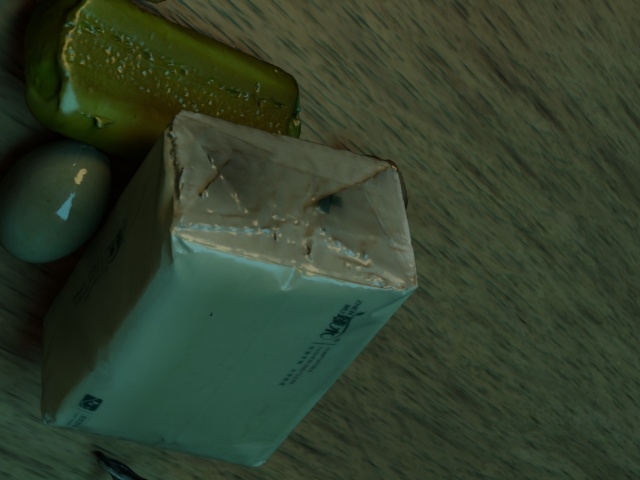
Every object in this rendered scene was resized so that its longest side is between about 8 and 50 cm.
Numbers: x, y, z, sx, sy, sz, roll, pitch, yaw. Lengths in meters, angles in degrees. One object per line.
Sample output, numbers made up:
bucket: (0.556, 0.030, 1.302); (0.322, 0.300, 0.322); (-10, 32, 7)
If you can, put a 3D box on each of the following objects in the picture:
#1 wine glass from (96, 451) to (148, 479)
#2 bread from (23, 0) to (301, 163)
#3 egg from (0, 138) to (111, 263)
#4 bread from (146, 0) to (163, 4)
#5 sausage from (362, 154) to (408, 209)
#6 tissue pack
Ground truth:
wine glass: (-0.289, 0.369, 1.885); (0.122, 0.122, 0.183); (33, 86, -48)
bread: (-0.174, -0.158, 1.657); (0.383, 0.112, 0.166); (19, 79, -47)
egg: (-0.290, -0.044, 1.621); (0.152, 0.114, 0.114); (-46, 139, 7)
bread: (-0.189, -0.362, 1.551); (0.105, 0.076, 0.233); (-23, 131, -25)
sausage: (0.000, 0.000, 1.916); (0.253, 0.123, 0.123); (-42, 136, -14)
tissue pack: (-0.111, 0.063, 1.647); (0.297, 0.207, 0.380); (12, 137, -25)
